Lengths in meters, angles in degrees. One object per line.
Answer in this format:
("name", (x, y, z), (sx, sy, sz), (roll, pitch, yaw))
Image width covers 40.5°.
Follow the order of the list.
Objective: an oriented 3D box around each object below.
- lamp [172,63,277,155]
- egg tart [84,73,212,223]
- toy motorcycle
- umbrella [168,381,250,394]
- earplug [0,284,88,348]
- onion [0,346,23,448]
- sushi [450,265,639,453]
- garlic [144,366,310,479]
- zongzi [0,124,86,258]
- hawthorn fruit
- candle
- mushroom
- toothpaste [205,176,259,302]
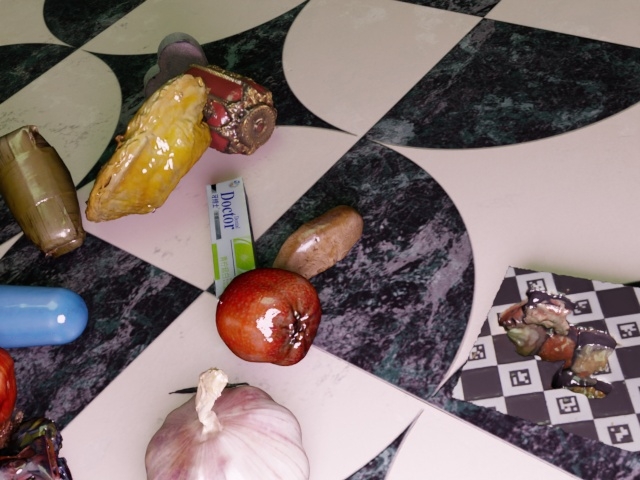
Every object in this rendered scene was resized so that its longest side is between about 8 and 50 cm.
("lamp", (-0.220, -0.287, 1.912), (0.274, 0.177, 0.177), (26, 57, 38))
("egg tart", (-0.347, -0.169, 1.781), (0.351, 0.153, 0.339), (-57, 13, -24))
("toy motorcycle", (-0.428, 0.426, 1.250), (0.207, 0.134, 0.401), (-30, 43, -14))
("umbrella", (-0.186, 0.245, 1.446), (0.149, 0.022, 0.022), (-4, 7, 14))
("earplug", (-0.561, 0.140, 1.600), (0.273, 0.132, 0.132), (-2, 45, 10))
("onion", (-0.577, 0.289, 1.429), (0.230, 0.163, 0.230), (-38, 18, 15))
("sushi", (0.383, 0.180, 1.310), (0.292, 0.059, 0.294), (11, 49, 27))
("garlic", (-0.142, 0.280, 1.233), (0.245, 0.253, 0.245), (-5, 37, 4))
("zongzi", (-0.585, -0.083, 1.871), (0.145, 0.300, 0.273), (-26, 83, -8))
("hawthorn fruit", (-0.094, 0.121, 1.448), (0.169, 0.169, 0.188), (-42, 40, -25))
("candle", (-0.326, -0.394, 2.073), (0.169, 0.192, 0.068), (18, 32, -29))
("mushroom", (0.000, 0.001, 1.596), (0.210, 0.094, 0.072), (-32, 42, -22))
("toothpaste", (-0.167, 0.009, 1.655), (0.081, 0.067, 0.336), (-13, 43, 0))
